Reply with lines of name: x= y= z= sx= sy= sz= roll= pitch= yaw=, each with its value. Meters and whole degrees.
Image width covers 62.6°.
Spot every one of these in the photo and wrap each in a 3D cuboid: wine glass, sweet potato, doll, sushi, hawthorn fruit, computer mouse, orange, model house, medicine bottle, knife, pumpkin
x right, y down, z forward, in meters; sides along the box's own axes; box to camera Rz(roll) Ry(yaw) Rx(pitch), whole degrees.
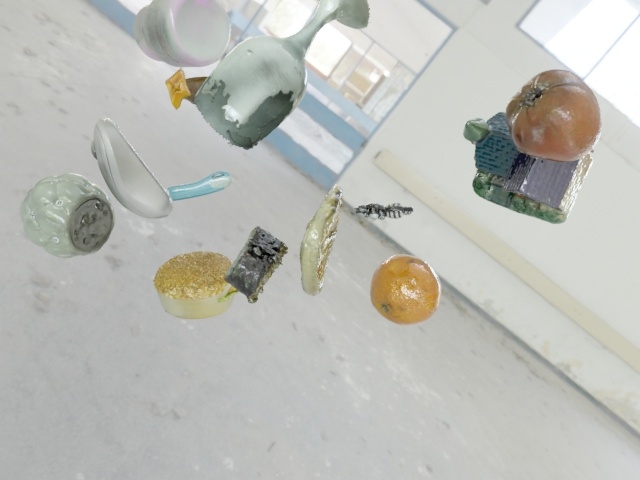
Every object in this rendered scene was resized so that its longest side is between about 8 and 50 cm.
wine glass: x=-0.057 y=-0.293 z=0.837 sx=0.143 sy=0.321 sz=0.143 roll=36 pitch=-10 yaw=7
sweet potato: x=-0.336 y=-0.468 z=1.632 sx=0.342 sy=0.092 sz=0.114 roll=3 pitch=-46 yaw=34
doll: x=0.233 y=-0.107 z=1.952 sx=0.219 sy=0.067 sz=0.091 roll=1 pitch=-8 yaw=-7
sushi: x=-0.159 y=0.047 z=1.380 sx=0.115 sy=0.147 sz=0.212 roll=31 pitch=30 yaw=-6
hawthorn fruit: x=0.542 y=-0.258 z=1.176 sx=0.251 sy=0.199 sz=0.199 roll=26 pitch=18 yaw=-24
computer mouse: x=-0.507 y=-0.172 z=1.376 sx=0.296 sy=0.121 sz=0.184 roll=57 pitch=-7 yaw=-35
orange: x=0.361 y=0.211 z=2.241 sx=0.312 sy=0.312 sz=0.312 roll=36 pitch=15 yaw=-11
model house: x=0.541 y=-0.217 z=1.433 sx=0.312 sy=0.245 sz=0.280 roll=29 pitch=8 yaw=34
medicine bottle: x=-0.476 y=-0.710 z=1.777 sx=0.302 sy=0.241 sz=0.241 roll=18 pitch=-4 yaw=45
knife: x=-0.398 y=-0.177 z=1.724 sx=0.031 sy=0.222 sz=0.064 roll=-131 pitch=-154 yaw=-72
pumpkin: x=-0.418 y=-0.442 z=1.522 sx=0.035 sy=0.073 sz=0.101 roll=-4 pitch=67 yaw=-56

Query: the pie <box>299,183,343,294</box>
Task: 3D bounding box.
pie: x=0.001 y=0.000 z=1.506 sx=0.077 sy=0.339 sz=0.339 roll=15 pitch=14 yaw=4

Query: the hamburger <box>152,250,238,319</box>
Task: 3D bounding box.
hamburger: x=-0.411 y=0.136 z=1.774 sx=0.294 sy=0.179 sz=0.276 roll=-8 pitch=26 yaw=-27

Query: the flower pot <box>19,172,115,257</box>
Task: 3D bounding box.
flower pot: x=-0.722 y=-0.071 z=1.503 sx=0.195 sy=0.246 sz=0.246 roll=18 pitch=7 yaw=23
